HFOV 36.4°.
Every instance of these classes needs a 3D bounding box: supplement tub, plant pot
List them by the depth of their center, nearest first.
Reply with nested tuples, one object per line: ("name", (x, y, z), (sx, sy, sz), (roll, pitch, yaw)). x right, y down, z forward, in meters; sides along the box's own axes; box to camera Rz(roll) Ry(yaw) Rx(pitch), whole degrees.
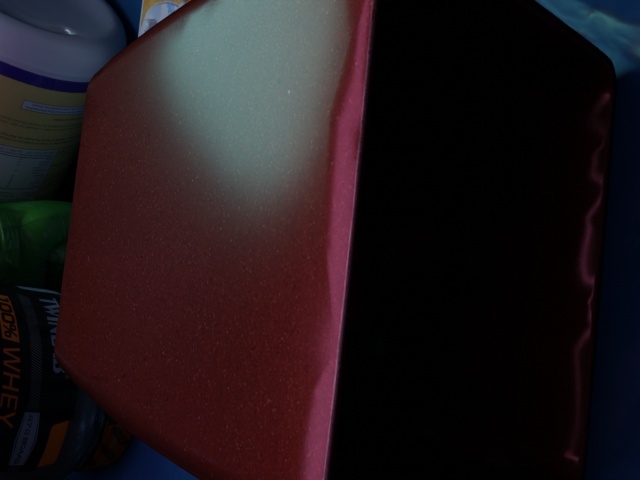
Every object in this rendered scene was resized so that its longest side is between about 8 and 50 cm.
("plant pot", (0.000, 0.000, 0.559), (0.236, 0.267, 0.267), (3, 85, 37))
("supplement tub", (-0.358, 0.138, 0.931), (0.207, 0.338, 0.207), (-13, 73, 47))
("supplement tub", (-0.389, -0.145, 1.102), (0.331, 0.241, 0.241), (-56, 46, 26))

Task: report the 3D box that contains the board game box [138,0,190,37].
("board game box", (-0.090, -0.096, 0.851), (0.390, 0.050, 0.390), (22, 106, 49))

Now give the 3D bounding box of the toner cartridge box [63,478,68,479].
("toner cartridge box", (-0.376, 0.272, 1.061), (0.348, 0.165, 0.075), (26, 101, 48))

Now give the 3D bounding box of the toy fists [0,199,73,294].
("toy fists", (-0.347, 0.052, 1.094), (0.279, 0.142, 0.096), (-45, 68, 34))
